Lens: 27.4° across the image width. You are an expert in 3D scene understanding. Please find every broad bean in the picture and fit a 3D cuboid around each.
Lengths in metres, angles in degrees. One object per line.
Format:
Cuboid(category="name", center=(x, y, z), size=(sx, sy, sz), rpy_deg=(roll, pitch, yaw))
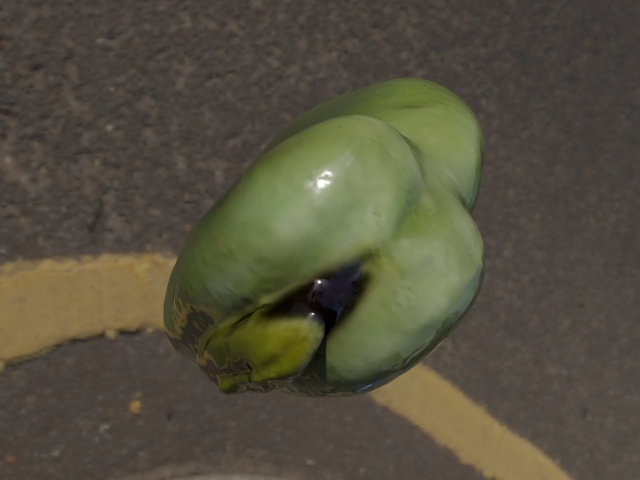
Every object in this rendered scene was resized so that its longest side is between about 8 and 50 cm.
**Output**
Cuboid(category="broad bean", center=(0.000, 0.000, 0.575), size=(0.100, 0.169, 0.228), rpy_deg=(49, 23, -9))
